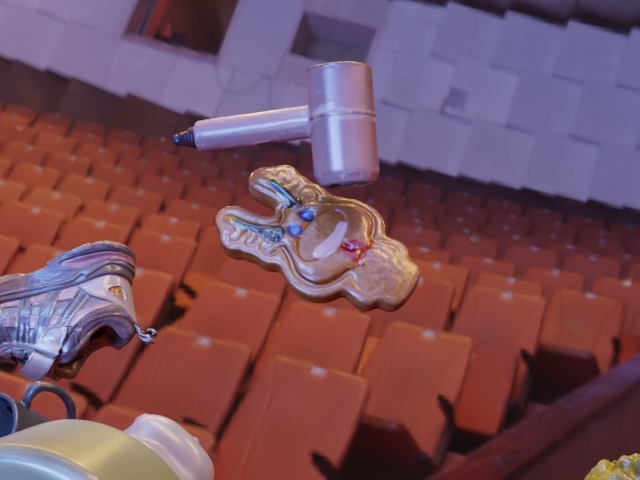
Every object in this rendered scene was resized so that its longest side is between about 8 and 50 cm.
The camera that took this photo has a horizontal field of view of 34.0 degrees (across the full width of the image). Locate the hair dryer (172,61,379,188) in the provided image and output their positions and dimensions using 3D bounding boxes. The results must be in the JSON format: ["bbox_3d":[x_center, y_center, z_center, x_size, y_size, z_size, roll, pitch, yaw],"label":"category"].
[{"bbox_3d":[-0.077,-0.165,1.670,0.344,0.189,0.107,-6,-4,19],"label":"hair dryer"}]

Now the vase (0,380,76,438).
[{"bbox_3d":[-0.591,0.418,2.176,0.156,0.251,0.301,31,-5,40],"label":"vase"}]

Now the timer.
[{"bbox_3d":[-0.218,0.289,1.078,0.291,0.290,0.315,13,17,15],"label":"timer"}]

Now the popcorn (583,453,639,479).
[{"bbox_3d":[0.499,0.446,1.649,0.218,0.189,0.169,49,-7,41],"label":"popcorn"}]

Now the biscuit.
[{"bbox_3d":[0.000,0.000,1.635,0.334,0.202,0.047,30,-33,17],"label":"biscuit"}]

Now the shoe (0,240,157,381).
[{"bbox_3d":[-0.222,0.074,0.851,0.180,0.092,0.089,-23,-18,-18],"label":"shoe"}]
